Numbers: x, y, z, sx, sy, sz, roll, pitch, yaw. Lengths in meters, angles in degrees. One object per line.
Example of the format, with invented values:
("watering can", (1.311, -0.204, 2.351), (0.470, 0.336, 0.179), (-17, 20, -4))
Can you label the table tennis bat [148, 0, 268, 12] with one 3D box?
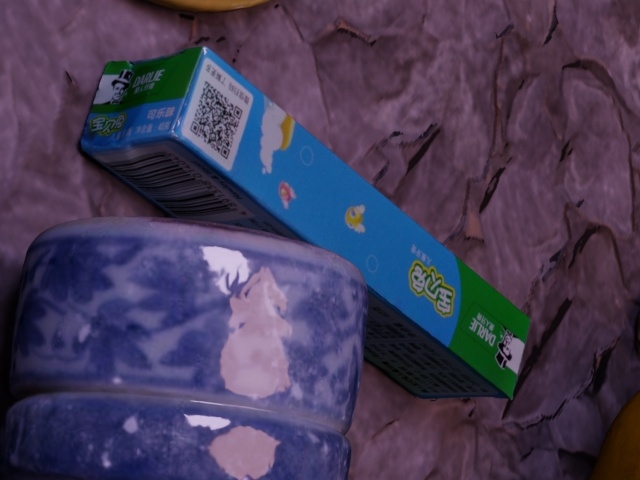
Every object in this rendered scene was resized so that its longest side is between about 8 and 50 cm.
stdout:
("table tennis bat", (-0.017, -0.203, 0.941), (0.321, 0.050, 0.198), (4, 85, -44))

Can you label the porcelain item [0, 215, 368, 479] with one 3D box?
("porcelain item", (-0.057, 0.061, 0.803), (0.147, 0.147, 0.114), (21, 72, -45))

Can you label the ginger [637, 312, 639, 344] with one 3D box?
("ginger", (0.223, 0.036, 1.203), (0.048, 0.030, 0.097), (32, 57, -11))

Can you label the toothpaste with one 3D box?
("toothpaste", (0.000, 0.000, 0.933), (0.267, 0.065, 0.050), (38, 57, -39))

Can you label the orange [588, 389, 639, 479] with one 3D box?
("orange", (0.276, 0.179, 1.084), (0.235, 0.279, 0.279), (-23, 106, -77))
